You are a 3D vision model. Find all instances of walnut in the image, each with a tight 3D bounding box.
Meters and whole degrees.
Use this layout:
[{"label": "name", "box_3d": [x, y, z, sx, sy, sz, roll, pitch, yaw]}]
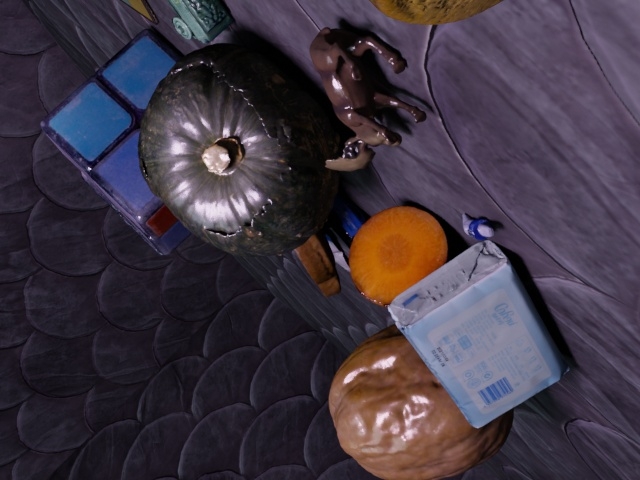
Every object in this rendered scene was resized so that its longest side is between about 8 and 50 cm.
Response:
[{"label": "walnut", "box_3d": [0.175, 0.294, 1.325, 0.306, 0.343, 0.306, 48, -157, -28]}]

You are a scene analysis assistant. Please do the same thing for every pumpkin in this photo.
[{"label": "pumpkin", "box_3d": [-0.119, -0.133, 1.102, 0.327, 0.292, 0.257, 32, -167, 9]}]

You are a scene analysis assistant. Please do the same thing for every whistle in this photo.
[{"label": "whistle", "box_3d": [0.209, -0.018, 0.952, 0.033, 0.029, 0.083, 64, 172, -11]}]

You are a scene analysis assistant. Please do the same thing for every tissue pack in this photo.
[{"label": "tissue pack", "box_3d": [0.234, 0.141, 1.049, 0.263, 0.177, 0.089, 53, -173, -33]}]

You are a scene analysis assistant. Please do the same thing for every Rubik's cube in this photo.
[{"label": "Rubik's cube", "box_3d": [-0.356, -0.202, 1.565, 0.316, 0.318, 0.313, 42, 169, 9]}]

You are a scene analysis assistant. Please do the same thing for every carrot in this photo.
[{"label": "carrot", "box_3d": [0.153, 0.060, 1.160, 0.159, 0.159, 0.225, 38, 177, 32]}]

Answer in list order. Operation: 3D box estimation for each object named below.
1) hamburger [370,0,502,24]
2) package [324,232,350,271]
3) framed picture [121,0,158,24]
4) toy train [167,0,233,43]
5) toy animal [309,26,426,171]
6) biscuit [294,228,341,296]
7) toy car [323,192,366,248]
[{"label": "hamburger", "box_3d": [0.074, -0.212, 0.370, 0.122, 0.189, 0.215, 51, 173, 21]}, {"label": "package", "box_3d": [0.000, 0.000, 1.750, 0.171, 0.027, 0.173, 39, 167, 42]}, {"label": "framed picture", "box_3d": [-0.459, -0.573, 1.398, 0.324, 0.013, 0.244, 38, 166, 29]}, {"label": "toy train", "box_3d": [-0.207, -0.374, 1.074, 0.099, 0.070, 0.172, 14, 147, 55]}, {"label": "toy animal", "box_3d": [0.047, -0.167, 0.880, 0.186, 0.093, 0.214, 23, 148, 51]}, {"label": "biscuit", "box_3d": [-0.044, -0.045, 1.427, 0.350, 0.070, 0.394, 60, 180, -15]}, {"label": "toy car", "box_3d": [0.058, -0.023, 1.348, 0.216, 0.063, 0.103, 48, 171, 28]}]
